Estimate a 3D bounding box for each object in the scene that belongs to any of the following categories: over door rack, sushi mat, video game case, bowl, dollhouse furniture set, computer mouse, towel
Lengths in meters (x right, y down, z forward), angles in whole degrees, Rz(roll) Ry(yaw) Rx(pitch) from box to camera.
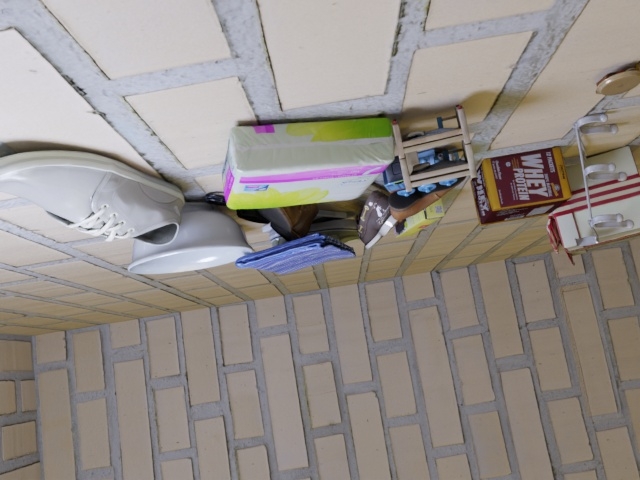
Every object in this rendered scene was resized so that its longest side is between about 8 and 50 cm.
[{"bbox_3d":[0.638,-0.130,1.393,0.108,0.239,0.324,-7,169,16],"label":"over door rack"},{"bbox_3d":[0.113,-0.110,1.630,0.151,0.019,0.316,-14,168,26],"label":"sushi mat"},{"bbox_3d":[-0.047,-0.054,1.775,0.173,0.022,0.190,3,163,-45],"label":"video game case"},{"bbox_3d":[-0.319,-0.011,1.462,0.298,0.134,0.298,-10,170,-2],"label":"bowl"},{"bbox_3d":[0.211,-0.183,1.155,0.129,0.129,0.183,-12,-167,10],"label":"dollhouse furniture set"},{"bbox_3d":[-0.196,-0.085,1.484,0.071,0.041,0.242,4,171,27],"label":"computer mouse"},{"bbox_3d":[-0.054,0.048,1.607,0.243,0.040,0.336,-16,169,15],"label":"towel"}]

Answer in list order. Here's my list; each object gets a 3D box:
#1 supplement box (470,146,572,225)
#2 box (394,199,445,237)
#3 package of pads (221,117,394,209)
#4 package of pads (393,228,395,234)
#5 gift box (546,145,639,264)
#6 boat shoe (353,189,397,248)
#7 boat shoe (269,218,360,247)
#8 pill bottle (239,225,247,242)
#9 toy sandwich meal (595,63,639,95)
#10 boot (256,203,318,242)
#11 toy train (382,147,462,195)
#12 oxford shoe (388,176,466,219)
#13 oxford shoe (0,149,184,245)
[{"bbox_3d":[0.501,-0.133,1.539,0.191,0.129,0.194,-9,169,3],"label":"supplement box"},{"bbox_3d":[0.278,-0.076,1.760,0.058,0.087,0.232,-6,167,-17],"label":"box"},{"bbox_3d":[-0.032,-0.140,1.150,0.297,0.101,0.229,-6,168,-15],"label":"package of pads"},{"bbox_3d":[0.290,-0.041,2.077,0.050,0.032,0.083,-9,169,-17],"label":"package of pads"},{"bbox_3d":[0.755,-0.083,1.679,0.258,0.255,0.276,-16,161,23],"label":"gift box"},{"bbox_3d":[0.145,-0.057,1.624,0.116,0.097,0.324,-48,177,-10],"label":"boat shoe"},{"bbox_3d":[0.000,0.000,1.776,0.302,0.094,0.109,-6,168,-15],"label":"boat shoe"},{"bbox_3d":[-0.293,0.011,1.733,0.152,0.086,0.086,-12,168,17],"label":"pill bottle"},{"bbox_3d":[0.526,-0.284,1.070,0.086,0.029,0.085,-7,164,-2],"label":"toy sandwich meal"},{"bbox_3d":[-0.078,-0.079,1.476,0.115,0.112,0.305,-52,164,-6],"label":"boot"},{"bbox_3d":[0.226,-0.155,1.352,0.184,0.080,0.105,-13,162,20],"label":"toy train"},{"bbox_3d":[0.255,-0.116,1.452,0.212,0.076,0.076,-27,147,-8],"label":"oxford shoe"},{"bbox_3d":[-0.413,-0.068,1.144,0.169,0.130,0.449,-12,167,23],"label":"oxford shoe"}]
